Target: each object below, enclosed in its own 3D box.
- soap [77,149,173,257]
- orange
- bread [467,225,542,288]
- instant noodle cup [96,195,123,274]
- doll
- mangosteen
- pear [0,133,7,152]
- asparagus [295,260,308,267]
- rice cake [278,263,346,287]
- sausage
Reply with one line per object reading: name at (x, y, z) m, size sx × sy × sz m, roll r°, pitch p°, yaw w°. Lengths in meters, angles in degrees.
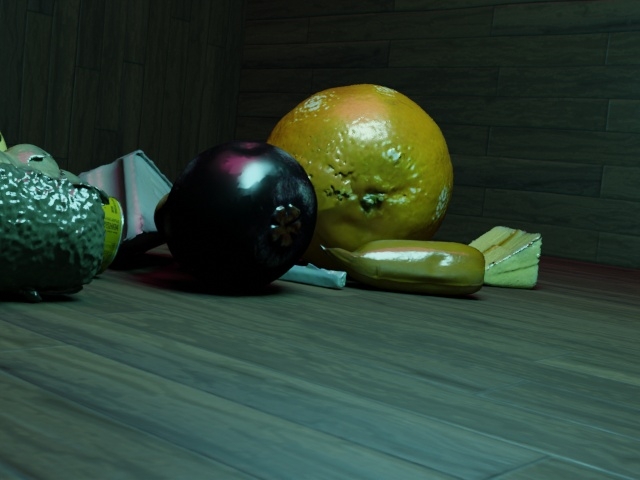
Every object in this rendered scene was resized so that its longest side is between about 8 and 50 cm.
soap at (-0.360, -0.005, 1.728) m, size 0.159 × 0.258 × 0.302 m, roll -23°, pitch 43°, yaw 9°
orange at (0.080, -0.126, 1.834) m, size 0.424 × 0.424 × 0.326 m, roll 5°, pitch 11°, yaw -12°
bread at (0.390, 0.031, 2.051) m, size 0.178 × 0.135 × 0.240 m, roll 5°, pitch 6°, yaw -15°
instant noodle cup at (-0.425, -0.020, 1.440) m, size 0.144 × 0.182 × 0.182 m, roll 15°, pitch -2°, yaw -38°
doll at (-0.461, -0.040, 1.152) m, size 0.349 × 0.247 × 0.247 m, roll 14°, pitch -1°, yaw -31°
mangosteen at (-0.158, -0.050, 1.493) m, size 0.302 × 0.275 × 0.275 m, roll 19°, pitch 12°, yaw 42°
pear at (-0.669, -0.104, 1.426) m, size 0.309 × 0.309 × 0.309 m, roll 6°, pitch 4°, yaw 0°
asparagus at (-0.047, 0.054, 1.895) m, size 0.025 × 0.021 × 0.108 m, roll 6°, pitch 4°, yaw 23°
rice cake at (-0.034, 0.062, 1.664) m, size 0.180 × 0.042 × 0.030 m, roll 7°, pitch 7°, yaw 30°
sausage at (0.159, 0.048, 1.693) m, size 0.328 × 0.112 × 0.112 m, roll 5°, pitch 4°, yaw -4°
